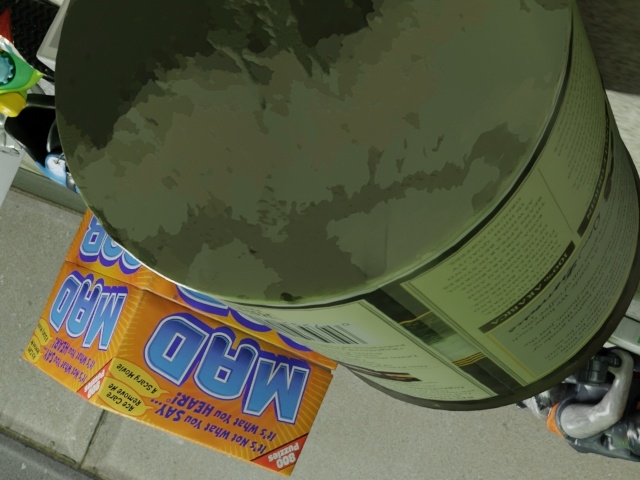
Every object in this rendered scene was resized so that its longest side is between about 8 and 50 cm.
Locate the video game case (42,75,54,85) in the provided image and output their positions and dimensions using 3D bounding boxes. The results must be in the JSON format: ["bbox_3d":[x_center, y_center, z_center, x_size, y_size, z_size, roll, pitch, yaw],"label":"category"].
[{"bbox_3d":[-0.212,-0.156,1.235,0.201,0.023,0.183,18,172,31],"label":"video game case"}]

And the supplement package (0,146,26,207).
[{"bbox_3d":[-0.464,-0.122,1.650,0.105,0.179,0.105,25,173,-18],"label":"supplement package"}]

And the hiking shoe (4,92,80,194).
[{"bbox_3d":[-0.190,-0.066,1.119,0.132,0.113,0.304,22,177,-42],"label":"hiking shoe"}]

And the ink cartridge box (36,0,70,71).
[{"bbox_3d":[-0.043,-0.091,0.997,0.296,0.066,0.261,20,172,28],"label":"ink cartridge box"}]

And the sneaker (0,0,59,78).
[{"bbox_3d":[-0.269,-0.193,1.041,0.161,0.057,0.075,25,-170,-29],"label":"sneaker"}]

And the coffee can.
[{"bbox_3d":[0.036,-0.039,0.557,0.202,0.201,0.275,20,172,24],"label":"coffee can"}]

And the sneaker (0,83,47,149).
[{"bbox_3d":[-0.360,-0.175,1.295,0.235,0.090,0.095,35,-164,19],"label":"sneaker"}]

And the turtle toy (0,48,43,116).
[{"bbox_3d":[-0.304,-0.176,1.104,0.130,0.095,0.066,20,160,24],"label":"turtle toy"}]

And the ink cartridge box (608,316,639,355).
[{"bbox_3d":[0.378,0.117,1.410,0.115,0.029,0.063,22,173,-4],"label":"ink cartridge box"}]

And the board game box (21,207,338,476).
[{"bbox_3d":[-0.201,0.119,1.939,0.357,0.356,0.356,26,173,-30],"label":"board game box"}]

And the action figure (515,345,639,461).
[{"bbox_3d":[0.373,0.221,1.465,0.330,0.178,0.341,17,-179,44],"label":"action figure"}]
